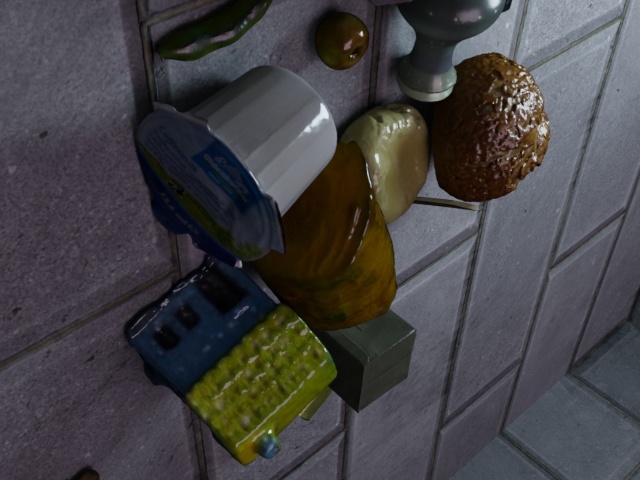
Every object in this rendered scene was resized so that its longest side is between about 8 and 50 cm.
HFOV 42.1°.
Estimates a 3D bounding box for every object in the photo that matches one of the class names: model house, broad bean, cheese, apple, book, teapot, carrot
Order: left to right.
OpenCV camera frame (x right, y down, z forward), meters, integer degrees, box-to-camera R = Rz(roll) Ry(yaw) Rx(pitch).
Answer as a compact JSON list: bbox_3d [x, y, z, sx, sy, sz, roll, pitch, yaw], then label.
[{"bbox_3d":[-0.127,-0.309,1.141,0.227,0.039,0.069,-47,125,-15],"label":"broad bean"},{"bbox_3d":[-0.137,0.217,1.410,0.237,0.303,0.215,-42,153,-17],"label":"model house"},{"bbox_3d":[0.000,0.000,1.411,0.241,0.241,0.341,-45,148,-12],"label":"carrot"},{"bbox_3d":[0.033,-0.312,1.307,0.089,0.074,0.090,-34,146,-27],"label":"apple"},{"bbox_3d":[0.122,-0.146,1.549,0.214,0.117,0.226,-38,141,-32],"label":"cheese"},{"bbox_3d":[0.218,-0.079,1.686,0.118,0.172,0.012,6,92,-54],"label":"book"},{"bbox_3d":[0.202,-0.359,1.402,0.183,0.183,0.251,-34,154,-27],"label":"teapot"}]

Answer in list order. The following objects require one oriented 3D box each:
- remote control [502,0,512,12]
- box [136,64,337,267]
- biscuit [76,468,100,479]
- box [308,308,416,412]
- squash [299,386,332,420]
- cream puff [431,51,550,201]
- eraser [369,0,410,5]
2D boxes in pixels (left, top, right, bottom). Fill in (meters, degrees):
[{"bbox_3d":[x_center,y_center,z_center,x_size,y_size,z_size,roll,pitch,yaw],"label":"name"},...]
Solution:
[{"bbox_3d":[0.285,-0.432,1.557,0.245,0.025,0.063,-28,141,-35],"label":"remote control"},{"bbox_3d":[-0.109,-0.115,1.207,0.206,0.262,0.291,-45,-173,-32],"label":"box"},{"bbox_3d":[-0.450,0.523,1.529,0.164,0.047,0.208,-36,144,-23],"label":"biscuit"},{"bbox_3d":[0.054,0.195,1.677,0.149,0.231,0.155,-29,140,-32],"label":"box"},{"bbox_3d":[-0.012,0.285,1.789,0.187,0.123,0.123,-48,148,-7],"label":"squash"},{"bbox_3d":[0.330,-0.211,1.600,0.303,0.212,0.303,12,90,-69],"label":"cream puff"},{"bbox_3d":[0.196,-0.524,1.194,0.359,0.122,0.272,-32,117,-31],"label":"eraser"}]
